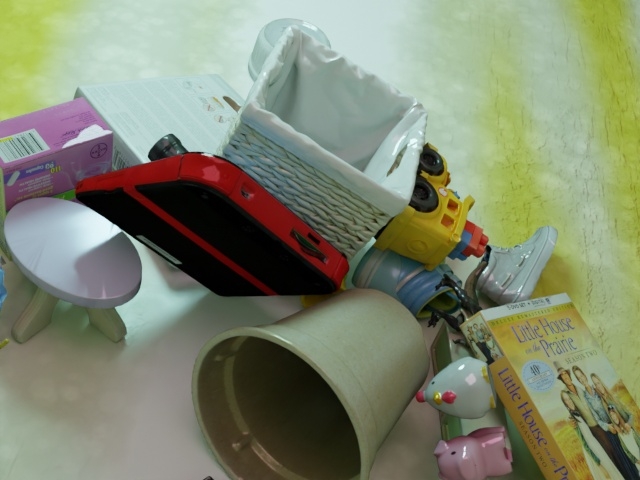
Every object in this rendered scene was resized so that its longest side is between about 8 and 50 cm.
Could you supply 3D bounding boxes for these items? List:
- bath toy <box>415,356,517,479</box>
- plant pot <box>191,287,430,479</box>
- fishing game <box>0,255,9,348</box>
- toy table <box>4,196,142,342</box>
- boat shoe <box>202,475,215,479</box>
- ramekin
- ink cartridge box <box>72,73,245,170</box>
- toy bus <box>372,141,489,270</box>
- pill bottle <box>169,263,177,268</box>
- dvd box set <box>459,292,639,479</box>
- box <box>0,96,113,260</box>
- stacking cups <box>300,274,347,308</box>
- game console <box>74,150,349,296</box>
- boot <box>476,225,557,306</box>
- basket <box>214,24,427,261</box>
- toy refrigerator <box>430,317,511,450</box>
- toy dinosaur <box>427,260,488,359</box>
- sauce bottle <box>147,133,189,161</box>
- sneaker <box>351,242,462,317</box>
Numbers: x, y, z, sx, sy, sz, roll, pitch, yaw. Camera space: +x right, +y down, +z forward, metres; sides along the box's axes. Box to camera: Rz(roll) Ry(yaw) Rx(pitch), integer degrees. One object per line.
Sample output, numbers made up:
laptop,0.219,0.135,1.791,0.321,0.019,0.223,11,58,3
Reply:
bath toy,0.241,0.363,1.376,0.129,0.151,0.348,-14,85,15
plant pot,0.013,0.233,1.423,0.334,0.333,0.305,37,38,18
fishing game,-0.600,0.102,1.475,0.189,0.041,0.264,-40,60,9
toy table,-0.438,0.062,1.528,0.252,0.160,0.274,-28,61,-34
boat shoe,-0.209,0.411,1.353,0.125,0.046,0.038,-27,61,-37
ramekin,-0.070,-0.457,2.141,0.207,0.109,0.207,8,47,-8
ink cartridge box,-0.303,-0.239,1.914,0.385,0.091,0.308,-16,53,-44
toy bus,0.229,-0.053,1.680,0.212,0.149,0.220,27,49,-5
pill bottle,-0.291,-0.028,1.701,0.087,0.087,0.160,-18,55,-29
dvd box set,0.448,0.296,1.515,0.308,0.062,0.420,-4,59,-46
box,-0.510,-0.114,1.610,0.214,0.243,0.117,-24,59,-33
stacking cups,0.000,0.000,1.759,0.096,0.096,0.316,6,46,-11
game console,-0.173,-0.012,1.455,0.342,0.386,0.060,-3,58,41
boot,0.410,0.033,1.836,0.123,0.095,0.258,32,49,4
basket,-0.012,-0.159,1.609,0.331,0.266,0.328,30,39,-10
toy refrigerator,0.263,0.279,1.569,0.094,0.102,0.269,7,48,-10
toy dinosaur,0.263,0.127,1.595,0.118,0.064,0.268,22,45,-17
sauce bottle,-0.194,-0.066,1.674,0.344,0.111,0.111,44,51,5
sneaker,0.229,0.040,1.766,0.208,0.127,0.319,35,56,16
